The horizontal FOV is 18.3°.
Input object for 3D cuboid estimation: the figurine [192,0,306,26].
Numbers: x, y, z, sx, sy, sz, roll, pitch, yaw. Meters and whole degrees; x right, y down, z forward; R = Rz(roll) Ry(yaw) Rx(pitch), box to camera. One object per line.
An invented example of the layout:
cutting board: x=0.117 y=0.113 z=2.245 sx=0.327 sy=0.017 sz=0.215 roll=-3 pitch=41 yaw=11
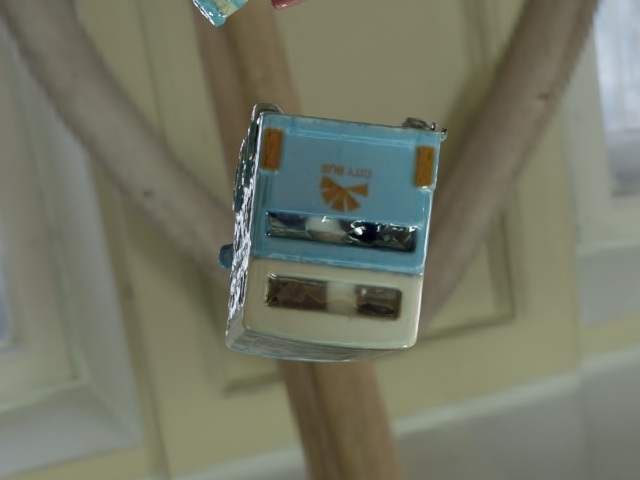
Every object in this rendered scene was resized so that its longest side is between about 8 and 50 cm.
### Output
figurine: x=0.016 y=-0.219 z=0.937 sx=0.260 sy=0.205 sz=0.103 roll=-40 pitch=-165 yaw=-2

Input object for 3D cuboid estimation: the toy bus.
toy bus: x=0.000 y=0.000 z=1.105 sx=0.106 sy=0.131 sz=0.297 roll=6 pitch=174 yaw=-4
